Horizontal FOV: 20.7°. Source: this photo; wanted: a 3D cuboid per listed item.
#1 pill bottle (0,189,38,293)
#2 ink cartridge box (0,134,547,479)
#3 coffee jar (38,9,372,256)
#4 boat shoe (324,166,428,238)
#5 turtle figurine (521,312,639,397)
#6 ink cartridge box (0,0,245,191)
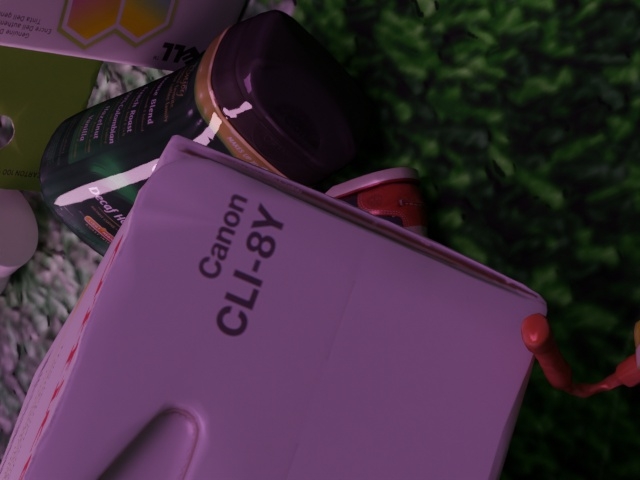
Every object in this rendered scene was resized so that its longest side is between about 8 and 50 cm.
[{"bbox_3d":[-0.259,0.018,1.145,0.160,0.087,0.087,-30,67,36],"label":"pill bottle"},{"bbox_3d":[-0.073,0.162,0.748,0.384,0.160,0.279,132,159,-68],"label":"ink cartridge box"},{"bbox_3d":[-0.064,-0.054,0.972,0.184,0.096,0.079,-25,35,38],"label":"coffee jar"},{"bbox_3d":[0.000,0.000,0.948,0.137,0.049,0.043,-19,76,34],"label":"boat shoe"},{"bbox_3d":[0.205,0.070,0.650,0.217,0.269,0.087,-37,36,7],"label":"turtle figurine"},{"bbox_3d":[-0.151,-0.123,0.997,0.097,0.189,0.255,37,112,35],"label":"ink cartridge box"}]
